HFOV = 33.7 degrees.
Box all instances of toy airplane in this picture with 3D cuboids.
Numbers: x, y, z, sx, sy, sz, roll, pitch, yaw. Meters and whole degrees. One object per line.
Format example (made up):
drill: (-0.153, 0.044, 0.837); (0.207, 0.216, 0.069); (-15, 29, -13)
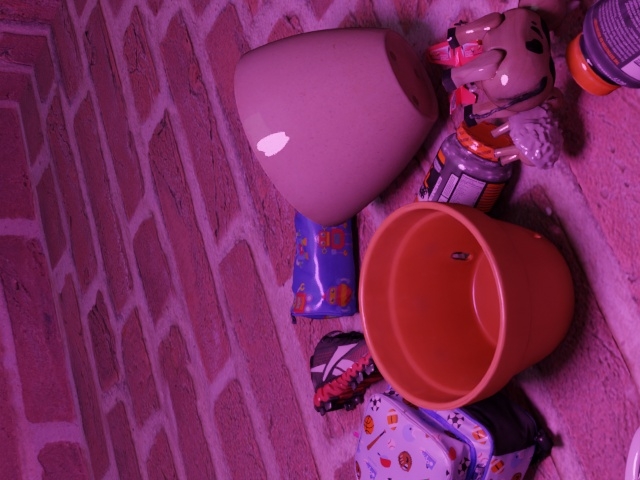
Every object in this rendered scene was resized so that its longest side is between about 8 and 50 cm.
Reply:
toy airplane: (0.224, -0.277, 1.689); (0.151, 0.028, 0.151); (0, 90, 59)

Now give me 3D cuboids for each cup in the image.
cup: (0.052, -0.220, 1.740); (0.237, 0.331, 0.331); (-27, 65, 26)

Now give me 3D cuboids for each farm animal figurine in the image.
farm animal figurine: (0.253, -0.299, 1.419); (0.172, 0.330, 0.326); (-17, 56, 27)

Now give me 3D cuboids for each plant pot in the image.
plant pot: (0.224, 0.086, 1.510); (0.291, 0.204, 0.290); (6, 97, 53)

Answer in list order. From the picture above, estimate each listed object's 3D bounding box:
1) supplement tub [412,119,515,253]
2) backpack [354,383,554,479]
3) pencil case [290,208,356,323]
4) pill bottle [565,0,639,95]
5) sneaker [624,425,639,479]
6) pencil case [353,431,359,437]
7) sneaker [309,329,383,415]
supplement tub: (0.218, -0.084, 1.615); (0.117, 0.117, 0.190); (56, 133, 41)
backpack: (0.181, 0.338, 1.603); (0.276, 0.213, 0.263); (40, 133, 47)
pencil case: (0.000, 0.000, 1.952); (0.133, 0.119, 0.306); (170, 98, -68)
pill bottle: (0.415, -0.272, 1.298); (0.246, 0.131, 0.130); (-36, 60, 51)
sneaker: (0.459, 0.363, 1.260); (0.147, 0.105, 0.295); (-12, 86, 55)
pencil case: (0.125, 0.430, 1.772); (0.104, 0.105, 0.236); (-36, 60, 51)
sneaker: (0.058, 0.206, 1.877); (0.276, 0.098, 0.135); (-46, 55, 49)
